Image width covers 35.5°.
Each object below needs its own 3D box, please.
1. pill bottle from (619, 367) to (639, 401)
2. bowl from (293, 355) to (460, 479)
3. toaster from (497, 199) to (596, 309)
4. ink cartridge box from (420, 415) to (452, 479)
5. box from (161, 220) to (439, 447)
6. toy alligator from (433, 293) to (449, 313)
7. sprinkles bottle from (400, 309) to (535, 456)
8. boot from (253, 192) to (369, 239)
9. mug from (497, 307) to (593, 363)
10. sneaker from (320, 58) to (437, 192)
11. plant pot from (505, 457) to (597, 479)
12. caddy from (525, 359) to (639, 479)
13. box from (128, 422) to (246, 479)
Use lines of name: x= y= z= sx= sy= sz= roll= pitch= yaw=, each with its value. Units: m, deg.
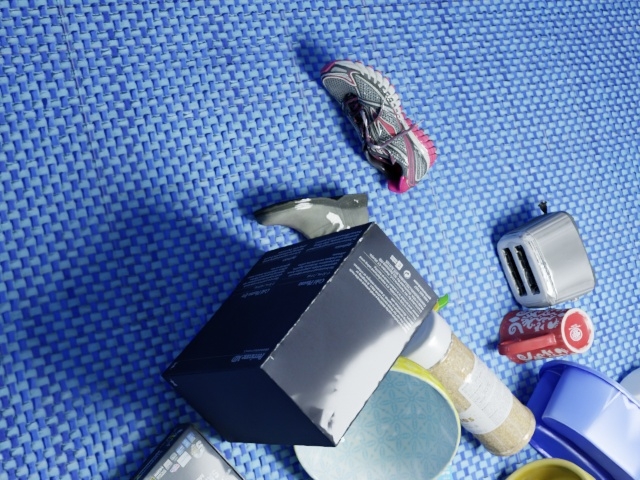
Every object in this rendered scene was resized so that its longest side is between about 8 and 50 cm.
pill bottle: x=0.790 y=0.434 z=2.211 sx=0.176 sy=0.176 sz=0.318 roll=-38 pitch=102 yaw=-32
bowl: x=0.094 y=0.301 z=1.778 sx=0.289 sy=0.289 sz=0.156 roll=42 pitch=19 yaw=-20
toaster: x=0.472 y=0.038 z=2.109 sx=0.146 sy=0.129 sz=0.226 roll=-23 pitch=95 yaw=-32
ink cartridge box: x=0.189 y=0.366 z=1.877 sx=0.060 sy=0.104 sz=0.180 roll=3 pitch=80 yaw=-32
box: x=-0.038 y=0.159 z=1.627 sx=0.179 sy=0.343 sz=0.312 roll=49 pitch=60 yaw=-16
toy alligator: x=0.183 y=0.169 z=1.948 sx=0.051 sy=0.056 sz=0.189 roll=28 pitch=66 yaw=24
sprinkles bottle: x=0.271 y=0.273 z=1.904 sx=0.355 sy=0.121 sz=0.121 roll=45 pitch=60 yaw=-29
boot: x=0.000 y=0.000 z=1.843 sx=0.247 sy=0.083 sz=0.161 roll=-6 pitch=90 yaw=-32
mug: x=0.456 y=0.204 z=2.041 sx=0.113 sy=0.169 sz=0.150 roll=49 pitch=59 yaw=-16
sneaker: x=0.107 y=-0.224 z=1.927 sx=0.299 sy=0.121 sz=0.112 roll=47 pitch=62 yaw=-17
plant pot: x=0.493 y=0.587 z=1.954 sx=0.239 sy=0.254 sz=0.254 roll=36 pitch=63 yaw=-33
caddy: x=0.572 y=0.381 z=2.025 sx=0.341 sy=0.241 sz=0.179 roll=40 pitch=66 yaw=-2
box: x=-0.233 y=0.441 z=1.616 sx=0.183 sy=0.059 sz=0.232 roll=52 pitch=58 yaw=-15
